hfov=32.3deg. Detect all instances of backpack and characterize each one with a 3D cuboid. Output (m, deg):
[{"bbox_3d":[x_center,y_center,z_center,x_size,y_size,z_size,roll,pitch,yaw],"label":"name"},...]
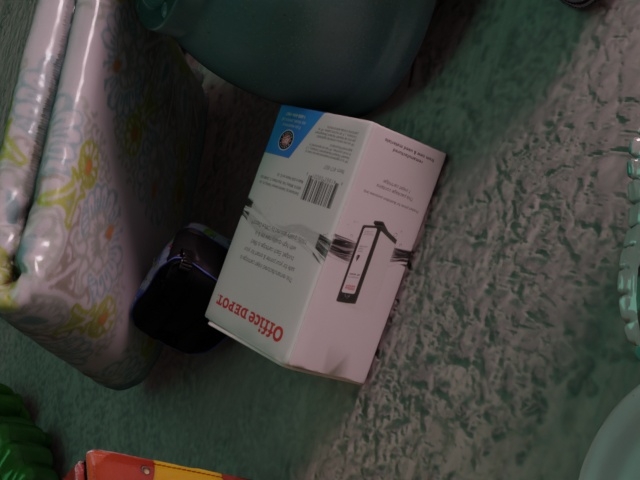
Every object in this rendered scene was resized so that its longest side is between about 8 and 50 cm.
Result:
[{"bbox_3d":[-0.118,0.048,1.055,0.114,0.105,0.084,-46,18,35],"label":"backpack"}]

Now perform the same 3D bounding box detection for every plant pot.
[{"bbox_3d":[-0.050,-0.258,0.958,0.293,0.196,0.293,-3,87,64],"label":"plant pot"}]

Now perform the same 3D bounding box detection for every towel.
[{"bbox_3d":[-0.211,-0.066,1.075,0.090,0.320,0.374,3,71,13],"label":"towel"}]

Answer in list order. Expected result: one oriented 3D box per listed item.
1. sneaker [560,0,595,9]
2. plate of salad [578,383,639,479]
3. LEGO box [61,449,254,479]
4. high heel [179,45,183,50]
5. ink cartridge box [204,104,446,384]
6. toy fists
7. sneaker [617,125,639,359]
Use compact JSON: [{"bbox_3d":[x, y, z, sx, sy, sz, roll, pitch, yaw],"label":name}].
[{"bbox_3d":[0.147,-0.276,0.810,0.098,0.083,0.223,-45,80,16],"label":"sneaker"},{"bbox_3d":[0.206,0.158,0.571,0.200,0.048,0.199,-14,71,47],"label":"plate of salad"},{"bbox_3d":[-0.162,0.475,0.817,0.372,0.193,0.500,-47,40,31],"label":"LEGO box"},{"bbox_3d":[-0.223,-0.239,1.390,0.117,0.082,0.244,-56,10,-33],"label":"high heel"},{"bbox_3d":[0.000,0.000,0.924,0.148,0.086,0.203,22,93,56],"label":"ink cartridge box"},{"bbox_3d":[-0.398,0.261,1.349,0.279,0.096,0.142,30,109,54],"label":"toy fists"},{"bbox_3d":[0.219,0.002,0.641,0.076,0.065,0.166,-7,72,44],"label":"sneaker"}]
